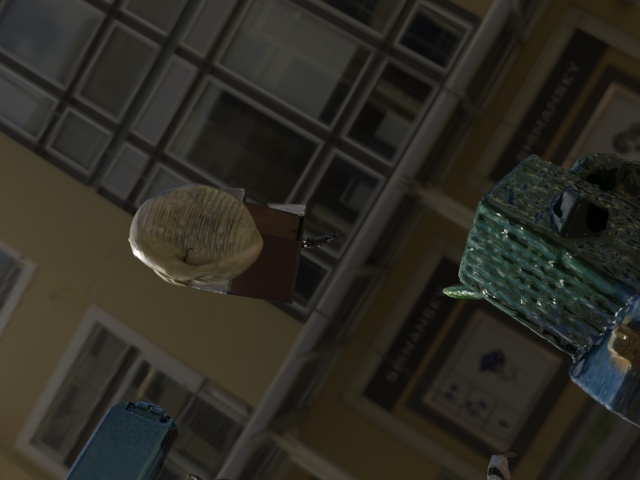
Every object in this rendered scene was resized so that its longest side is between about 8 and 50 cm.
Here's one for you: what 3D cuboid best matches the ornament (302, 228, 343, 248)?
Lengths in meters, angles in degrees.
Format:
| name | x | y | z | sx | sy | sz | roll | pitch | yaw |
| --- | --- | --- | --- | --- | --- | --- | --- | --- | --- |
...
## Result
| name | x | y | z | sx | sy | sz | roll | pitch | yaw |
| --- | --- | --- | --- | --- | --- | --- | --- | --- | --- |
| ornament | 0.000 | 0.000 | 2.092 | 0.073 | 0.028 | 0.125 | -10 | -4 | -31 |

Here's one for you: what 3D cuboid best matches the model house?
| name | x | y | z | sx | sy | sz | roll | pitch | yaw |
| --- | --- | --- | --- | --- | --- | --- | --- | --- | --- |
| model house | 0.412 | 0.041 | 1.292 | 0.335 | 0.382 | 0.342 | -60 | -30 | 4 |

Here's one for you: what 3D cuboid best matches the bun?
| name | x | y | z | sx | sy | sz | roll | pitch | yaw |
| --- | --- | --- | --- | --- | --- | --- | --- | --- | --- |
| bun | -0.223 | -0.001 | 1.743 | 0.116 | 0.237 | 0.210 | 117 | 156 | -44 |

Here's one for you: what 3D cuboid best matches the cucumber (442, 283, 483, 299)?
| name | x | y | z | sx | sy | sz | roll | pitch | yaw |
| --- | --- | --- | --- | --- | --- | --- | --- | --- | --- |
| cucumber | 0.324 | 0.109 | 2.125 | 0.039 | 0.039 | 0.168 | -54 | 20 | -19 |

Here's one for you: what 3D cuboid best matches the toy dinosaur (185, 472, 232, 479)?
| name | x | y | z | sx | sy | sz | roll | pitch | yaw |
| --- | --- | --- | --- | --- | --- | --- | --- | --- | --- |
| toy dinosaur | -0.200 | 0.513 | 2.000 | 0.037 | 0.180 | 0.058 | 67 | -148 | -61 |

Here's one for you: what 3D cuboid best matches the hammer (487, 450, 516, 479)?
| name | x | y | z | sx | sy | sz | roll | pitch | yaw |
| --- | --- | --- | --- | --- | --- | --- | --- | --- | --- |
| hammer | 0.414 | 0.614 | 2.005 | 0.427 | 0.044 | 0.152 | 68 | -151 | -23 |

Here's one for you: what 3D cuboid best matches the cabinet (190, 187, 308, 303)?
| name | x | y | z | sx | sy | sz | roll | pitch | yaw |
| --- | --- | --- | --- | --- | --- | --- | --- | --- | --- |
| cabinet | -0.151 | 0.010 | 2.065 | 0.174 | 0.148 | 0.215 | 12 | -94 | -40 |

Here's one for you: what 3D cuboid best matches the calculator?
| name | x | y | z | sx | sy | sz | roll | pitch | yaw |
| --- | --- | --- | --- | --- | --- | --- | --- | --- | --- |
| calculator | -0.401 | 0.449 | 1.936 | 0.293 | 0.173 | 0.051 | -61 | -24 | -30 |
